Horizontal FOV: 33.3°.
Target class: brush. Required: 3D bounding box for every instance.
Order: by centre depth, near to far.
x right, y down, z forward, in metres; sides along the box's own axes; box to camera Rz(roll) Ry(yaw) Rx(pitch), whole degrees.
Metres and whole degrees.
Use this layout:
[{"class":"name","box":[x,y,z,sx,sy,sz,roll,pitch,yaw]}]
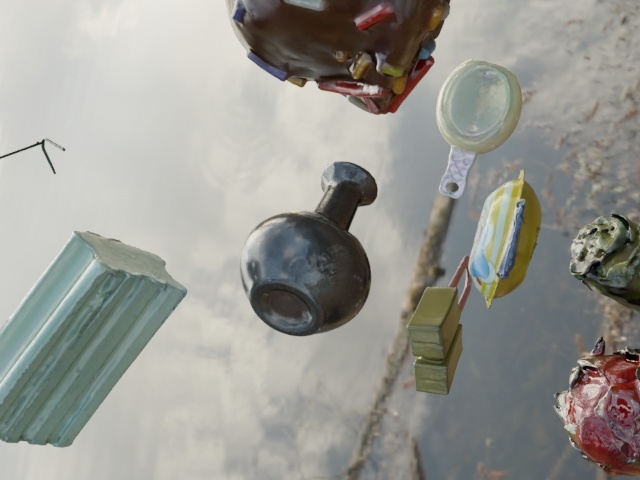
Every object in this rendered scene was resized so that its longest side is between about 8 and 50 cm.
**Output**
[{"class":"brush","box":[0.170,0.095,1.426,0.233,0.047,0.103,-57,-36,-55]}]

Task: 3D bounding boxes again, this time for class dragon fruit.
[{"class":"dragon fruit","box":[0.472,0.270,1.676,0.274,0.192,0.193,1,48,43]}]

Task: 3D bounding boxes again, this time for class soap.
[{"class":"soap","box":[-0.222,0.091,0.947,0.198,0.114,0.063,-51,54,12]}]

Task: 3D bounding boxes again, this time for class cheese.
[{"class":"cheese","box":[0.224,-0.002,1.275,0.270,0.069,0.177,-9,-67,-85]},{"class":"cheese","box":[0.243,-0.177,1.729,0.137,0.064,0.227,17,86,17]}]

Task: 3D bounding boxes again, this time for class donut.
[{"class":"donut","box":[0.012,-0.163,0.420,0.235,0.089,0.235,-174,90,-86]}]

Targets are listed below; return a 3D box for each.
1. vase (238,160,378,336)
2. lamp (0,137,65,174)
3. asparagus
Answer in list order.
[{"class":"vase","box":[0.000,0.000,0.974,0.120,0.120,0.183,-45,13,45]},{"class":"lamp","box":[-0.352,-0.089,1.202,0.054,0.121,0.041,39,128,34]},{"class":"asparagus","box":[0.554,0.088,1.647,0.128,0.382,0.108,-44,28,35]}]
